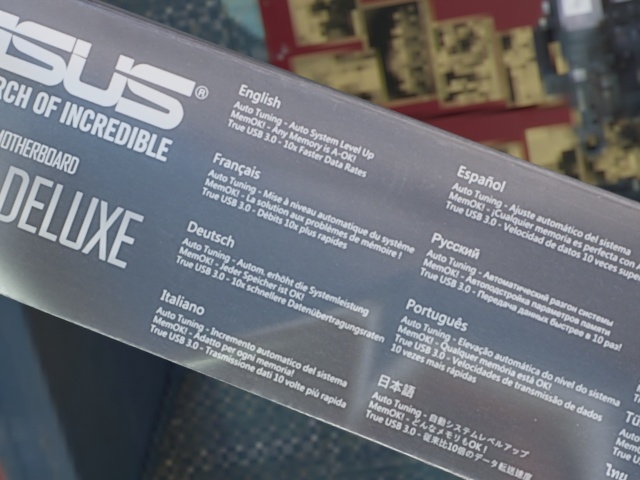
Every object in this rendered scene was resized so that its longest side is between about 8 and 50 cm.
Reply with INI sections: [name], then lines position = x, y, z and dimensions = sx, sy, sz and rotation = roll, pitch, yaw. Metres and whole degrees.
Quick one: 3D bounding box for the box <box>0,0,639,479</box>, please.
[box]
position = 0.000, 0.000, 0.478
dimensions = 0.242, 0.308, 0.076
rotation = 11, -80, -82
